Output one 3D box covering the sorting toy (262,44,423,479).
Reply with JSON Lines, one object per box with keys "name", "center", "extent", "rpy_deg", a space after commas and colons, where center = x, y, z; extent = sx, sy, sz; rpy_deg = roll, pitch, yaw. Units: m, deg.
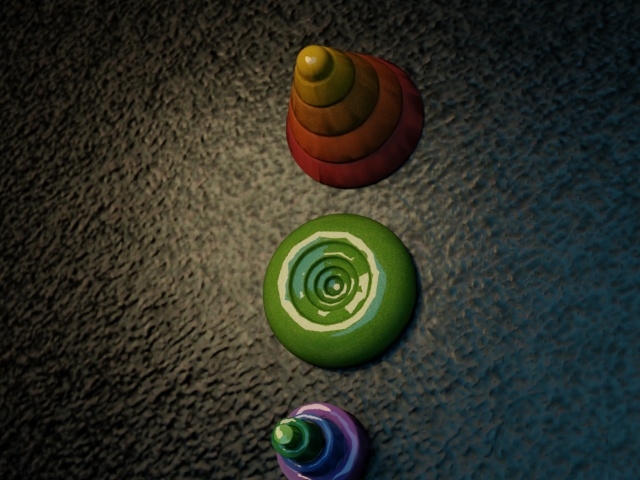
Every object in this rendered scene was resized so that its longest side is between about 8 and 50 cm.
{"name": "sorting toy", "center": [0.000, 0.000, 0.733], "extent": [0.127, 0.126, 0.365], "rpy_deg": [0, 73, 18]}
